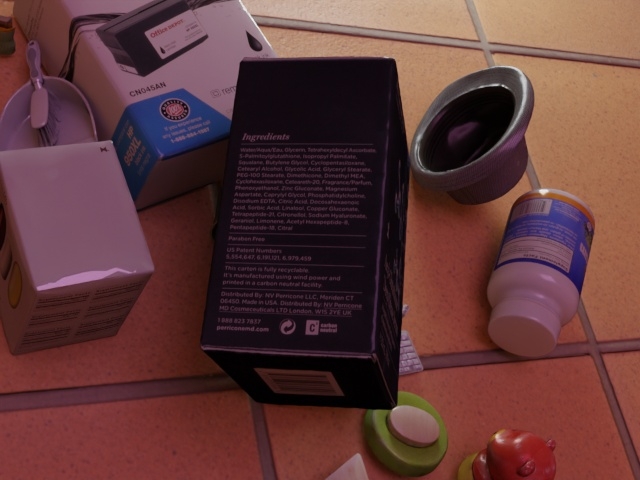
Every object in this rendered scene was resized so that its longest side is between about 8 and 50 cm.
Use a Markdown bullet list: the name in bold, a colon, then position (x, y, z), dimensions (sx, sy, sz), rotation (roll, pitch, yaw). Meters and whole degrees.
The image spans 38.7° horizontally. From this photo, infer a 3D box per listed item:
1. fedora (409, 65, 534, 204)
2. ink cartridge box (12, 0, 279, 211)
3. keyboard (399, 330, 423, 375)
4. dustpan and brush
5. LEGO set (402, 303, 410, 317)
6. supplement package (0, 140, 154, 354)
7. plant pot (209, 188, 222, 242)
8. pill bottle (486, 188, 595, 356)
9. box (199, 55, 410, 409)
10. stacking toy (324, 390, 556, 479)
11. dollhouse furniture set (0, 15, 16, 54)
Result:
- **fedora**: position (0.284, -0.167, 1.611), dimensions (0.124, 0.243, 0.276), rotation (48, 43, -33)
- **ink cartridge box**: position (-0.249, -0.281, 1.405), dimensions (0.285, 0.166, 0.395), rotation (-25, 76, -35)
- **keyboard**: position (0.040, 0.186, 1.381), dimensions (0.256, 0.014, 0.072), rotation (-6, 66, -30)
- **dustpan and brush**: position (-0.407, -0.208, 1.328), dimensions (0.147, 0.060, 0.211), rotation (-17, 51, 2)
- **LEGO set**: position (0.038, 0.070, 1.397), dimensions (0.227, 0.093, 0.087), rotation (37, 53, -4)
- **supplement package**: position (-0.333, 0.011, 1.170), dimensions (0.149, 0.203, 0.194), rotation (-10, 67, -31)
- **plant pot**: position (-0.129, -0.041, 1.391), dimensions (0.083, 0.083, 0.079), rotation (10, 47, -22)
- **pill bottle**: position (0.368, 0.056, 1.538), dimensions (0.152, 0.152, 0.272), rotation (30, 54, -9)
- **box**: position (0.000, 0.000, 1.220), dimensions (0.211, 0.293, 0.396), rotation (1, 69, 10)
- **stacking toy**: position (0.175, 0.327, 1.258), dimensions (0.279, 0.130, 0.309), rotation (40, 42, 7)
- **dollhouse furniture set**: position (-0.527, -0.300, 1.333), dimensions (0.151, 0.076, 0.059), rotation (13, 55, -9)
